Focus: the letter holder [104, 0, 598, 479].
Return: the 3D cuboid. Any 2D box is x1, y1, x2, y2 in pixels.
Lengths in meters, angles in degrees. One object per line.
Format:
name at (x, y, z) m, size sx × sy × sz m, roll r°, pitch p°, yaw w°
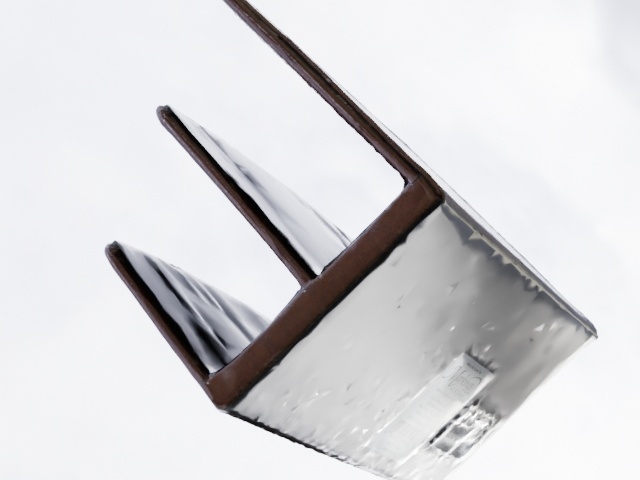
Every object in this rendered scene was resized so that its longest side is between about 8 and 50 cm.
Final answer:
letter holder at (0.000, 0.000, 0.997) m, size 0.214 × 0.152 × 0.302 m, roll 48°, pitch -174°, yaw 27°
